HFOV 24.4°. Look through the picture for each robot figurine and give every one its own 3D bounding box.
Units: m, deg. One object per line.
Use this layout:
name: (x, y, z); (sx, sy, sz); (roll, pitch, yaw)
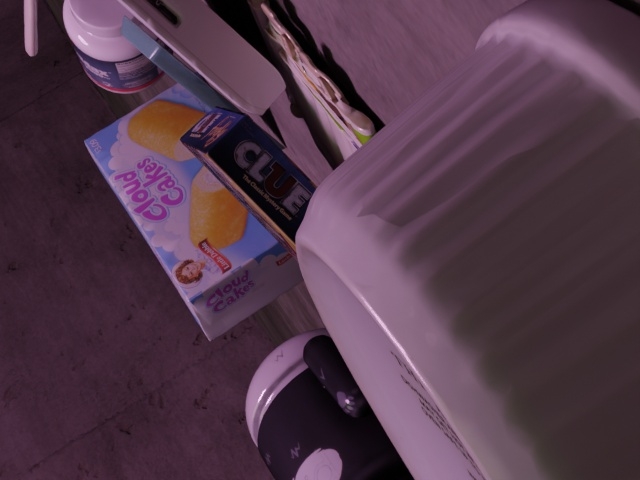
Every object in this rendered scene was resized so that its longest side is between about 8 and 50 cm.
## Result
robot figurine: (0.039, 0.211, 1.503); (0.173, 0.209, 0.278); (7, -149, -39)

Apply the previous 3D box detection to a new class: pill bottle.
pill bottle: (-0.216, -0.232, 1.569); (0.108, 0.108, 0.180); (57, 173, 10)

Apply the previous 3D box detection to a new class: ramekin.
ramekin: (0.098, 0.056, 0.542); (0.273, 0.127, 0.273); (56, 174, 10)

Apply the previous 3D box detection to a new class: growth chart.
growth chart: (0.020, -0.064, 1.008); (0.237, 0.021, 0.172); (54, 172, 27)

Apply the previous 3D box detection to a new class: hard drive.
hard drive: (-0.132, -0.190, 1.141); (0.203, 0.040, 0.307); (41, -179, -15)

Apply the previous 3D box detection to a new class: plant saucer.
plant saucer: (-0.105, -0.134, 1.314); (0.067, 0.018, 0.192); (42, -176, 42)

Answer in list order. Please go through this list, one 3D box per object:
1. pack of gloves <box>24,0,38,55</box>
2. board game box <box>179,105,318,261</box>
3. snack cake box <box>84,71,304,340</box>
pack of gloves: (-0.248, -0.296, 1.166); (0.232, 0.046, 0.195); (101, 163, -50)
board game box: (0.000, 0.000, 1.125); (0.243, 0.042, 0.165); (46, 176, -14)
snack cake box: (-0.126, -0.041, 1.593); (0.264, 0.152, 0.089); (53, 171, 34)
